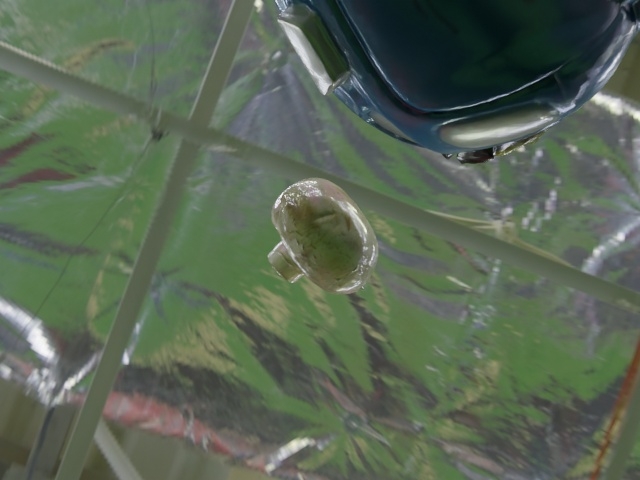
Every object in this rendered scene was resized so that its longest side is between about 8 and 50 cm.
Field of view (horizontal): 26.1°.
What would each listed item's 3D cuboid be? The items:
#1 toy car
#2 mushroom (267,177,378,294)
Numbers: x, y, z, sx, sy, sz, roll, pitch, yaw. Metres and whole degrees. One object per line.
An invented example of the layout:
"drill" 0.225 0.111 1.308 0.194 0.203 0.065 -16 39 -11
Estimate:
"toy car" 0.115 -0.167 0.588 0.314 0.166 0.198 -42 -66 -25
"mushroom" 0.000 0.000 0.911 0.067 0.083 0.083 -41 -83 11
